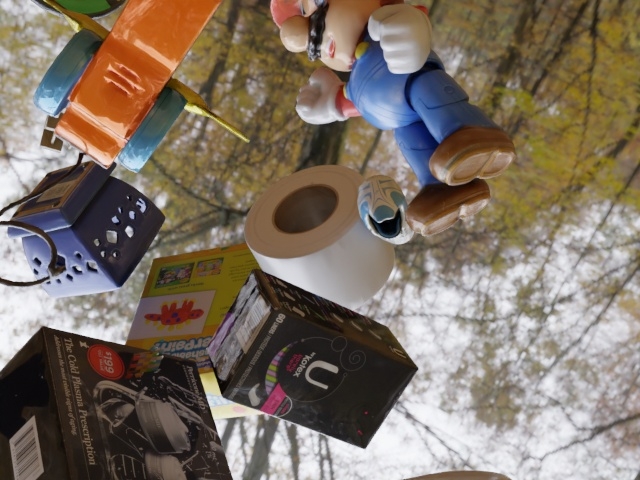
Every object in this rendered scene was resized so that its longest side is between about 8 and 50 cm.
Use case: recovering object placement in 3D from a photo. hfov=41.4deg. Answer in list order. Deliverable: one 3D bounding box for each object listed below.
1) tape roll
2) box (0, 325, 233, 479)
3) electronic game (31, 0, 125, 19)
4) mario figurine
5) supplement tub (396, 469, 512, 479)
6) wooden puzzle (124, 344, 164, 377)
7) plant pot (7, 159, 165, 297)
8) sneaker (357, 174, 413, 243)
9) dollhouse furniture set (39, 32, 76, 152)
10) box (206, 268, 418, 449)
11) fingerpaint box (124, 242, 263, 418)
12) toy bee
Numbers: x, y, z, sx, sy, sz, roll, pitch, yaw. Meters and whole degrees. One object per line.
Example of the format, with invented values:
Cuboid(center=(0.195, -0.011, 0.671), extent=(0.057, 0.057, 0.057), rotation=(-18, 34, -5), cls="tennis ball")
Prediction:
Cuboid(center=(0.000, 0.000, 1.576), extent=(0.246, 0.169, 0.246), rotation=(-15, -138, 14), cls="tape roll")
Cuboid(center=(-0.319, 0.342, 1.314), extent=(0.312, 0.179, 0.343), rotation=(23, -148, -46), cls="box")
Cuboid(center=(-0.433, -0.495, 1.477), extent=(0.229, 0.229, 0.048), rotation=(5, 168, -29), cls="electronic game")
Cuboid(center=(0.036, -0.156, 0.807), extent=(0.170, 0.198, 0.321), rotation=(8, -135, -50), cls="mario figurine")
Cuboid(center=(0.158, 0.442, 0.985), extent=(0.193, 0.316, 0.193), rotation=(-8, 173, -1), cls="supplement tub")
Cuboid(center=(-0.266, 0.186, 1.289), extent=(0.049, 0.083, 0.006), rotation=(-5, -129, -32), cls="wooden puzzle")
Cuboid(center=(-0.518, -0.035, 1.841), extent=(0.236, 0.212, 0.236), rotation=(-9, -142, 32), cls="plant pot")
Cuboid(center=(0.111, -0.031, 1.400), extent=(0.085, 0.086, 0.237), rotation=(-11, 160, 12), cls="sneaker")
Cuboid(center=(-0.384, -0.234, 1.433), extent=(0.129, 0.183, 0.129), rotation=(15, -116, -22), cls="dollhouse furniture set")
Cuboid(center=(-0.015, 0.184, 1.304), extent=(0.270, 0.165, 0.143), rotation=(25, -167, -27), cls="box")
Cuboid(center=(-0.174, 0.186, 1.815), extent=(0.444, 0.163, 0.371), rotation=(-10, -139, 16), cls="fingerpaint box")
Cuboid(center=(-0.168, -0.125, 0.673), extent=(0.195, 0.298, 0.162), rotation=(55, -162, -22), cls="toy bee")
